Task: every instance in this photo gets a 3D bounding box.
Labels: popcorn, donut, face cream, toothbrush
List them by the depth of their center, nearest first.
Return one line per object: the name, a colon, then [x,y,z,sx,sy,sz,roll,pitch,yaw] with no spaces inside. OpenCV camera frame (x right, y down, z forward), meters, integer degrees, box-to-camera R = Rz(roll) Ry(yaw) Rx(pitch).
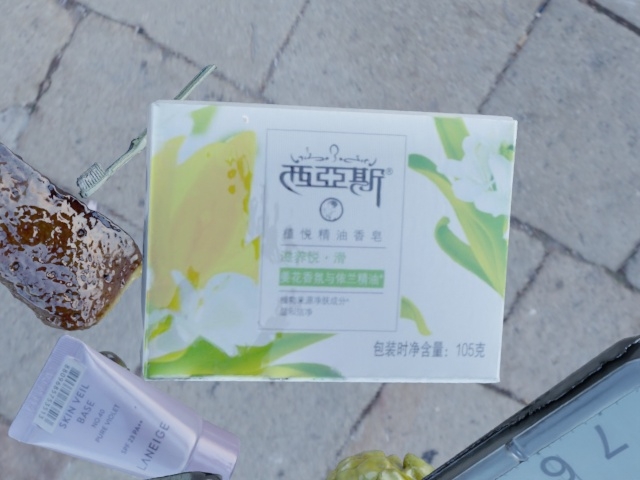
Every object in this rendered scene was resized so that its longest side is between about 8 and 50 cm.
donut: [-0.311,-0.012,1.002,0.295,0.112,0.151,17,148,-1]
popcorn: [0.088,0.369,1.357,0.169,0.189,0.218,-19,75,-26]
face cream: [-0.239,0.236,1.372,0.274,0.096,0.154,27,102,-17]
toothbrush: [-0.227,-0.152,1.450,0.026,0.294,0.028,1,128,43]

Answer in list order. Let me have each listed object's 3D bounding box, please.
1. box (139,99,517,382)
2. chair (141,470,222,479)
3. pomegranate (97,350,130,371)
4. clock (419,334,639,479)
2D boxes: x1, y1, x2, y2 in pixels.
box: [0.000,0.000,0.787,0.260,0.111,0.194,1,96,-7]
chair: [-0.070,0.199,0.544,0.136,0.270,0.147,16,69,-29]
pomegranate: [-0.317,0.191,1.540,0.084,0.073,0.073,20,110,-15]
clock: [0.237,0.227,0.826,0.279,0.049,0.273,43,119,-10]
